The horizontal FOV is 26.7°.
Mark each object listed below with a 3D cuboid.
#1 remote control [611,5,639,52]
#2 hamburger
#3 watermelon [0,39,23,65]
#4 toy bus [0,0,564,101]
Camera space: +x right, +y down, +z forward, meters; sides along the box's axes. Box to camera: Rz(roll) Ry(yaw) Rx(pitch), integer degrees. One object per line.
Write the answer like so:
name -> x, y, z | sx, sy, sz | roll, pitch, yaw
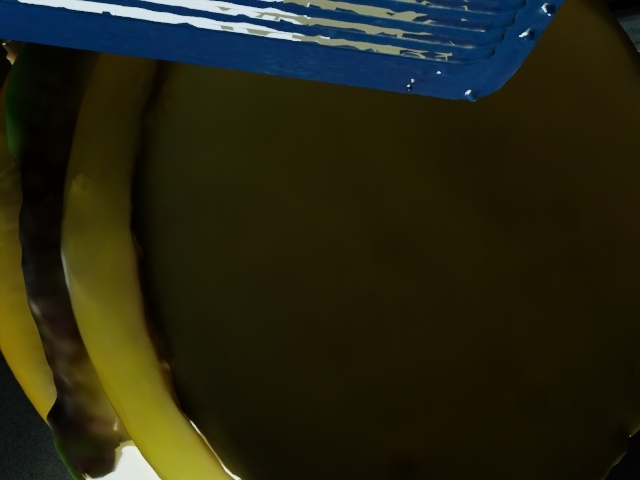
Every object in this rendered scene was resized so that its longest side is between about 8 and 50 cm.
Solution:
remote control -> 0.302, -0.168, 1.085 | 0.107, 0.044, 0.377 | 5, 178, -33
hamburger -> 0.000, 0.000, 0.799 | 0.396, 0.395, 0.277 | 9, 176, -31
watermelon -> -0.192, -0.194, 0.939 | 0.128, 0.159, 0.303 | 36, 176, -3
toy bus -> -0.052, -0.164, 0.496 | 0.288, 0.175, 0.138 | 6, 153, -13
